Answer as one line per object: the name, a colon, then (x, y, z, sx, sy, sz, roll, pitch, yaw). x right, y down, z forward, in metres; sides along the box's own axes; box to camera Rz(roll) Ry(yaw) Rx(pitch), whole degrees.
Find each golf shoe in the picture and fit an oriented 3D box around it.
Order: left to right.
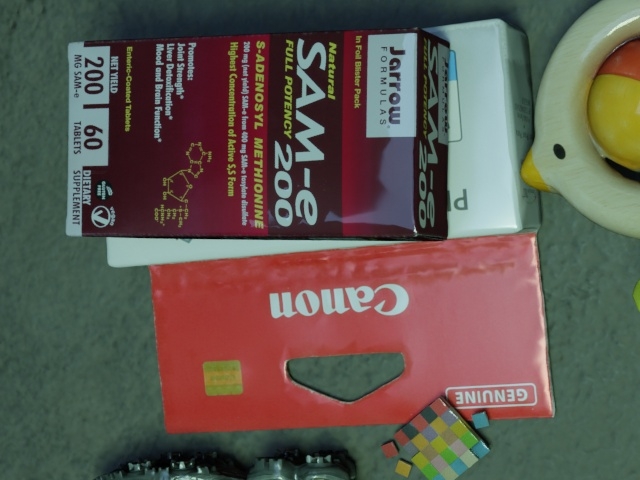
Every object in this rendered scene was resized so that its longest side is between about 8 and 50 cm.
golf shoe: (-0.070, 0.193, 1.107, 0.198, 0.077, 0.094, -3, 91, 22)

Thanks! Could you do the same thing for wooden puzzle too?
wooden puzzle: (0.080, 0.137, 1.075, 0.049, 0.006, 0.083, 48, 120, 4)

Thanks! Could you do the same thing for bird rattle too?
bird rattle: (0.229, -0.081, 0.955, 0.207, 0.143, 0.253, 22, 98, 25)

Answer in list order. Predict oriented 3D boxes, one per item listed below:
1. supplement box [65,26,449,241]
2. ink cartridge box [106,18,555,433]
supplement box: (-0.041, -0.064, 1.020, 0.239, 0.073, 0.130, 0, 89, 20)
ink cartridge box: (0.000, 0.000, 1.079, 0.296, 0.066, 0.261, -5, 89, 21)
